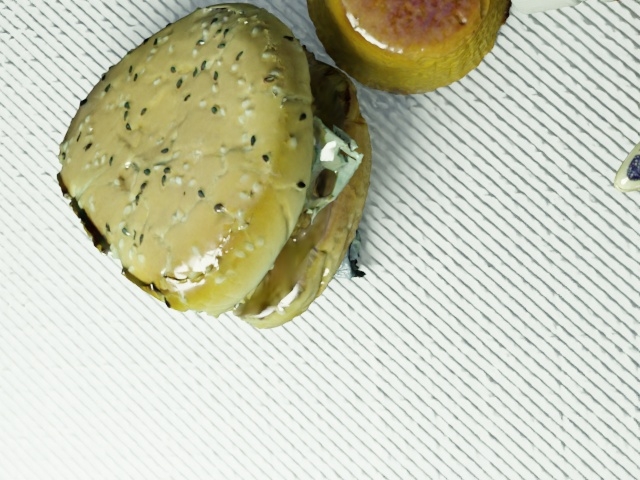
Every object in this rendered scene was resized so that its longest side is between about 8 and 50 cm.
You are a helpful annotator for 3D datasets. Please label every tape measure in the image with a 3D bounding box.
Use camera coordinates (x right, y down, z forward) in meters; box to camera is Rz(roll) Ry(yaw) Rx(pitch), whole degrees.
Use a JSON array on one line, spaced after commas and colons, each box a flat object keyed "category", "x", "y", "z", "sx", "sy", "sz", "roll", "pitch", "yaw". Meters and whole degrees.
[{"category": "tape measure", "x": -0.001, "y": -0.002, "z": 1.394, "sx": 0.091, "sy": 0.054, "sz": 0.094, "roll": -8, "pitch": 95, "yaw": 15}]

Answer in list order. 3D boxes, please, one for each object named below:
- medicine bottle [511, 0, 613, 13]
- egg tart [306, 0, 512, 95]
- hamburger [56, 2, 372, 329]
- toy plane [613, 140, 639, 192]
[{"category": "medicine bottle", "x": 0.298, "y": -0.303, "z": 1.257, "sx": 0.252, "sy": 0.144, "sz": 0.144, "roll": -7, "pitch": 88, "yaw": 26}, {"category": "egg tart", "x": 0.091, "y": -0.250, "z": 1.315, "sx": 0.215, "sy": 0.171, "sz": 0.215, "roll": 0, "pitch": 97, "yaw": 0}, {"category": "hamburger", "x": -0.091, "y": -0.086, "z": 1.319, "sx": 0.277, "sy": 0.195, "sz": 0.318, "roll": -52, "pitch": 50, "yaw": 10}, {"category": "toy plane", "x": 0.378, "y": -0.123, "z": 1.267, "sx": 0.256, "sy": 0.104, "sz": 0.242, "roll": -38, "pitch": 83, "yaw": -4}]
